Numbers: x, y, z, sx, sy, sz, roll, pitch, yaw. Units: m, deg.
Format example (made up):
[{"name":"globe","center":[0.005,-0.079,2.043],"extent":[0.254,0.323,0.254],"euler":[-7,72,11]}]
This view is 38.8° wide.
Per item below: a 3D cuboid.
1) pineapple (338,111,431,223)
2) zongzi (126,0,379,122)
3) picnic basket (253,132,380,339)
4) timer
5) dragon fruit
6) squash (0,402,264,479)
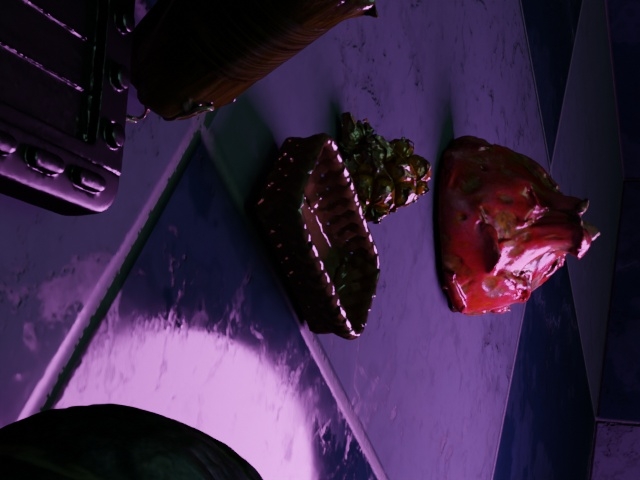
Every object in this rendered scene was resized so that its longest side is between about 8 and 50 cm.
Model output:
[{"name":"pineapple","center":[0.049,-0.079,0.925],"extent":[0.077,0.114,0.114],"euler":[-153,-139,-77]},{"name":"zongzi","center":[-0.064,-0.182,0.579],"extent":[0.084,0.187,0.184],"euler":[16,54,-50]},{"name":"picnic basket","center":[0.000,0.000,0.809],"extent":[0.193,0.055,0.110],"euler":[66,33,-42]},{"name":"timer","center":[-0.156,-0.116,0.473],"extent":[0.144,0.055,0.187],"euler":[29,60,-65]},{"name":"dragon fruit","center":[0.264,-0.015,1.224],"extent":[0.134,0.212,0.262],"euler":[-34,115,-70]},{"name":"squash","center":[-0.114,0.207,0.430],"extent":[0.252,0.165,0.252],"euler":[3,90,-65]}]
